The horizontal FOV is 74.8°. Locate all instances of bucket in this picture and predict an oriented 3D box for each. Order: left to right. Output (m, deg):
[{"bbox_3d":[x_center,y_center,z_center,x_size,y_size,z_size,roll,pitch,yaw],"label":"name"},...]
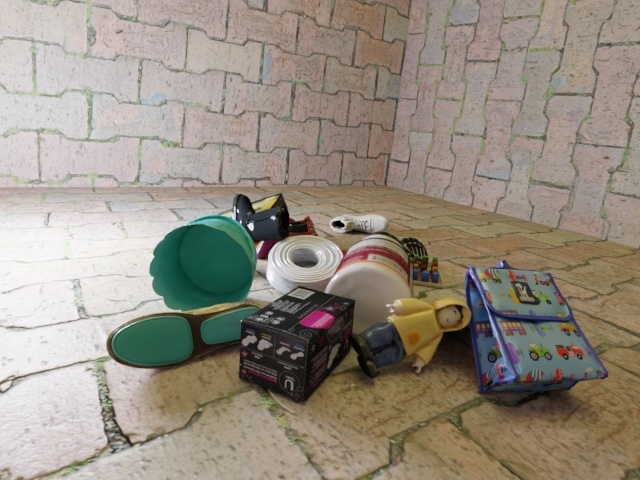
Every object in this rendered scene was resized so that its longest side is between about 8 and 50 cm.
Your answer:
[{"bbox_3d":[-0.310,0.065,1.175,0.281,0.281,0.183,5,13,-1],"label":"bucket"}]

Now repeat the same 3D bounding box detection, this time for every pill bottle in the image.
[{"bbox_3d":[0.151,0.117,1.198,0.224,0.224,0.392,8,16,10],"label":"pill bottle"}]

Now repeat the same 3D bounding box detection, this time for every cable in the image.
[{"bbox_3d":[-0.048,0.082,1.386,0.257,0.089,0.257,31,44,29],"label":"cable"}]

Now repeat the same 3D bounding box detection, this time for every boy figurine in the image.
[{"bbox_3d":[0.214,0.213,0.954,0.285,0.177,0.092,-20,7,-13],"label":"boy figurine"}]

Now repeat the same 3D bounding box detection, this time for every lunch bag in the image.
[{"bbox_3d":[0.456,0.182,0.954,0.221,0.138,0.293,2,58,-12],"label":"lunch bag"}]

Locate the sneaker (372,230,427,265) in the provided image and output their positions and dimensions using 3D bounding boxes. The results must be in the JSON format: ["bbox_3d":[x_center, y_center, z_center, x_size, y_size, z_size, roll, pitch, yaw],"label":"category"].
[{"bbox_3d":[0.312,0.045,1.724,0.300,0.111,0.121,17,-32,-21],"label":"sneaker"}]

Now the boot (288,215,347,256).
[{"bbox_3d":[0.000,0.000,1.544,0.244,0.176,0.088,5,16,-2],"label":"boot"}]

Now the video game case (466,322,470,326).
[{"bbox_3d":[0.343,0.216,1.110,0.193,0.023,0.212,9,-13,14],"label":"video game case"}]

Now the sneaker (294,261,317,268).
[{"bbox_3d":[-0.085,0.107,1.484,0.158,0.064,0.061,-12,53,-21],"label":"sneaker"}]

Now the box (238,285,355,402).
[{"bbox_3d":[-0.045,0.216,0.932,0.163,0.142,0.247,11,15,24],"label":"box"}]

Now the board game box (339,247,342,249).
[{"bbox_3d":[0.003,0.068,1.675,0.124,0.039,0.259,8,14,11],"label":"board game box"}]

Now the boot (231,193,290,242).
[{"bbox_3d":[-0.210,-0.086,1.499,0.207,0.094,0.246,-14,50,13],"label":"boot"}]

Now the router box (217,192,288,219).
[{"bbox_3d":[-0.310,-0.081,1.727,0.309,0.081,0.243,-15,22,16],"label":"router box"}]

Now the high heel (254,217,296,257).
[{"bbox_3d":[-0.169,0.000,1.786,0.181,0.127,0.377,44,31,-15],"label":"high heel"}]

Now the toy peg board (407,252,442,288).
[{"bbox_3d":[0.377,0.108,1.581,0.161,0.079,0.160,7,15,9],"label":"toy peg board"}]

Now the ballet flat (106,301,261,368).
[{"bbox_3d":[-0.298,0.210,0.953,0.349,0.123,0.123,-6,19,-34],"label":"ballet flat"}]

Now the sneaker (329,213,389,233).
[{"bbox_3d":[0.193,-0.077,2.161,0.293,0.108,0.169,4,14,32],"label":"sneaker"}]
